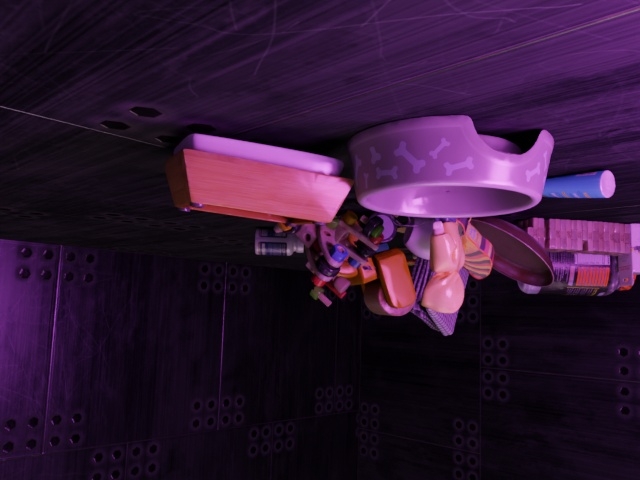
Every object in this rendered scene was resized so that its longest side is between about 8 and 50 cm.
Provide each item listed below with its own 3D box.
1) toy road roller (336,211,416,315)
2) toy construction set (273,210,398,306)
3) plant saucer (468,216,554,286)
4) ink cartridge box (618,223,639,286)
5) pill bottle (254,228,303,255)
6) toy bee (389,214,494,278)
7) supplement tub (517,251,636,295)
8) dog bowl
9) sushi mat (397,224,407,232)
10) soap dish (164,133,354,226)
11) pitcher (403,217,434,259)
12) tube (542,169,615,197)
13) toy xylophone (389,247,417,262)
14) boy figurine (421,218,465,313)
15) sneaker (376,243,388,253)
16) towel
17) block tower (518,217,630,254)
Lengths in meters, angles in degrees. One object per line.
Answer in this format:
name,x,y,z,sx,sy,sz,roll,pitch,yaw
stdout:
toy road roller,0.109,0.081,1.712,0.241,0.329,0.202,-19,179,-16
toy construction set,0.000,0.000,1.498,0.257,0.237,0.308,-36,160,-34
plant saucer,0.535,0.022,1.689,0.311,0.050,0.310,35,168,9
ink cartridge box,0.937,0.046,1.753,0.062,0.181,0.104,1,173,6
pill bottle,-0.143,0.006,2.080,0.170,0.094,0.094,2,173,-1
toy bee,0.352,-0.015,1.528,0.299,0.195,0.162,16,143,-23
supplement tub,0.836,0.078,1.944,0.339,0.206,0.207,2,173,7
dog bowl,0.217,-0.111,1.014,0.349,0.102,0.349,2,174,0
sushi mat,0.368,-0.029,1.960,0.152,0.019,0.317,-3,171,44
soap dish,-0.119,-0.097,1.040,0.291,0.118,0.229,8,178,-22
pitcher,0.349,0.001,1.732,0.207,0.125,0.178,18,-173,-7
tube,0.487,-0.109,1.200,0.080,0.052,0.207,20,170,-33
toy xylophone,0.422,0.081,2.583,0.236,0.081,0.323,7,172,-37
boy figurine,0.259,0.011,1.252,0.092,0.284,0.177,-1,176,18
sneaker,0.159,0.034,2.085,0.179,0.123,0.295,8,180,-7
towel,0.405,0.161,2.043,0.122,0.283,0.235,4,153,36
block tower,0.744,-0.009,1.729,0.336,0.090,0.097,3,174,-10
